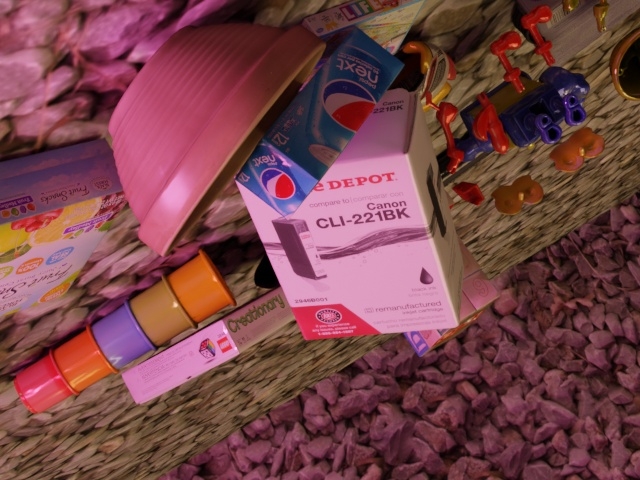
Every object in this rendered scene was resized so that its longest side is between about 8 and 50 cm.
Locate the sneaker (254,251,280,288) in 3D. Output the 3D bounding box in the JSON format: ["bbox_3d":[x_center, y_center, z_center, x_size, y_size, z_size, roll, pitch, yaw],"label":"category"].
[{"bbox_3d":[0.000,0.000,1.639,0.106,0.101,0.267,-13,154,-50],"label":"sneaker"}]

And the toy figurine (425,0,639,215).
[{"bbox_3d":[0.266,-0.201,1.373,0.362,0.191,0.217,-37,-164,-8],"label":"toy figurine"}]

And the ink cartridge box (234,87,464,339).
[{"bbox_3d":[0.041,-0.022,1.233,0.197,0.114,0.273,-7,131,17],"label":"ink cartridge box"}]

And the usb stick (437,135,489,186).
[{"bbox_3d":[0.221,-0.123,1.840,0.278,0.045,0.077,-37,165,8],"label":"usb stick"}]

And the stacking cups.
[{"bbox_3d":[-0.269,0.137,1.485,0.316,0.096,0.096,-34,166,-4],"label":"stacking cups"}]

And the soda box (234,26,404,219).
[{"bbox_3d":[0.003,-0.118,1.054,0.071,0.067,0.210,-50,-176,48],"label":"soda box"}]

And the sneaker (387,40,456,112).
[{"bbox_3d":[0.059,-0.161,1.311,0.225,0.088,0.092,-45,157,10],"label":"sneaker"}]

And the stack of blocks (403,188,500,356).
[{"bbox_3d":[0.108,-0.012,1.439,0.087,0.297,0.171,-28,165,-24],"label":"stack of blocks"}]

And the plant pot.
[{"bbox_3d":[-0.107,-0.111,0.949,0.237,0.109,0.237,-51,-177,4],"label":"plant pot"}]

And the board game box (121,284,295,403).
[{"bbox_3d":[-0.119,0.127,1.531,0.193,0.053,0.305,-29,180,29],"label":"board game box"}]

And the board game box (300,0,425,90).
[{"bbox_3d":[0.035,-0.218,1.156,0.154,0.026,0.103,-26,163,-30],"label":"board game box"}]

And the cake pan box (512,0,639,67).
[{"bbox_3d":[0.380,-0.349,1.426,0.267,0.070,0.245,-38,163,11],"label":"cake pan box"}]

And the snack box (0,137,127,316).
[{"bbox_3d":[-0.297,0.002,1.040,0.174,0.070,0.207,-21,162,-44],"label":"snack box"}]
